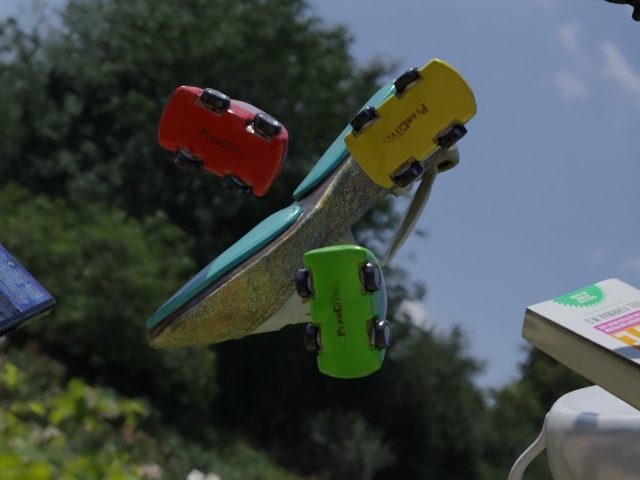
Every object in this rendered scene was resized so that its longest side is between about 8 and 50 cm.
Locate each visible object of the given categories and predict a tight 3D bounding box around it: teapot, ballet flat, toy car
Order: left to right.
[{"bbox_3d":[0.000,0.000,1.472,0.123,0.348,0.123,35,-26,20],"label":"ballet flat"},{"bbox_3d":[0.010,-0.013,1.222,0.239,0.225,0.053,-5,9,19],"label":"toy car"},{"bbox_3d":[0.353,0.252,1.756,0.252,0.187,0.256,-6,6,-13],"label":"teapot"}]

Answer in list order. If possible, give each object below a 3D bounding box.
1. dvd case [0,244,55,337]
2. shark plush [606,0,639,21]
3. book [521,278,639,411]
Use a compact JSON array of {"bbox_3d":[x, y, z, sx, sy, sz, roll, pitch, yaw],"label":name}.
[{"bbox_3d":[-0.362,0.029,1.517,0.180,0.022,0.253,45,21,6],"label":"dvd case"},{"bbox_3d":[0.254,-0.181,1.189,0.067,0.161,0.073,61,-20,28],"label":"shark plush"},{"bbox_3d":[0.218,0.073,1.108,0.096,0.035,0.144,-17,33,-39],"label":"book"}]
